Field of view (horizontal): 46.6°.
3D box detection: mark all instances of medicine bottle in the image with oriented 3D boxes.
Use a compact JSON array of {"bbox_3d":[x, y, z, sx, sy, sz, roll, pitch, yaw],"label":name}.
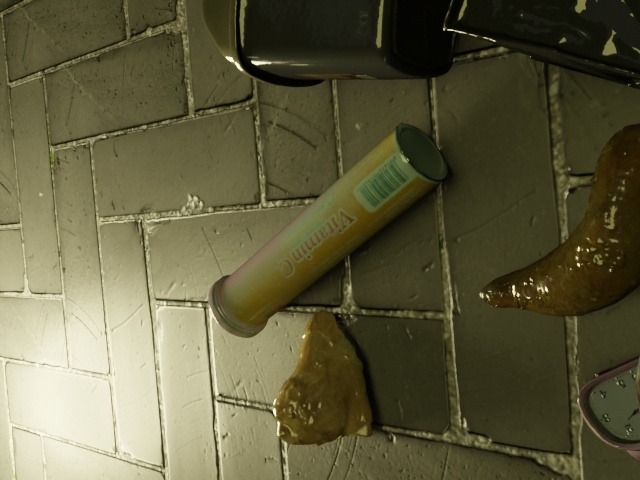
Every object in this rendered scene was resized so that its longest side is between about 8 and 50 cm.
[{"bbox_3d":[0.000,0.000,1.058,0.426,0.108,0.108,-39,69,36],"label":"medicine bottle"}]

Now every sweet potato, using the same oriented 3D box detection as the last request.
[{"bbox_3d":[0.298,-0.003,0.791,0.310,0.098,0.124,-58,36,32],"label":"sweet potato"}]

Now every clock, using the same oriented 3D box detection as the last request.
[{"bbox_3d":[0.356,0.174,0.786,0.153,0.050,0.110,-39,69,38],"label":"clock"}]

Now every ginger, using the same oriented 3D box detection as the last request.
[{"bbox_3d":[-0.015,0.205,1.090,0.115,0.123,0.193,-36,64,60],"label":"ginger"}]

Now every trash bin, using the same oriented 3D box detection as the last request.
[{"bbox_3d":[0.012,-0.286,0.946,0.291,0.210,0.182,11,101,35],"label":"trash bin"}]

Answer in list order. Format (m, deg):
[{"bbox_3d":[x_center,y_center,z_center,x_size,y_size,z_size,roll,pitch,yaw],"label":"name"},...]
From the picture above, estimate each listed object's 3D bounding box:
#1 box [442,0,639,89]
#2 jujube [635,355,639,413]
[{"bbox_3d":[0.308,-0.311,0.671,0.251,0.205,0.344,29,113,38],"label":"box"},{"bbox_3d":[0.407,0.096,0.600,0.247,0.215,0.307,26,107,16],"label":"jujube"}]
